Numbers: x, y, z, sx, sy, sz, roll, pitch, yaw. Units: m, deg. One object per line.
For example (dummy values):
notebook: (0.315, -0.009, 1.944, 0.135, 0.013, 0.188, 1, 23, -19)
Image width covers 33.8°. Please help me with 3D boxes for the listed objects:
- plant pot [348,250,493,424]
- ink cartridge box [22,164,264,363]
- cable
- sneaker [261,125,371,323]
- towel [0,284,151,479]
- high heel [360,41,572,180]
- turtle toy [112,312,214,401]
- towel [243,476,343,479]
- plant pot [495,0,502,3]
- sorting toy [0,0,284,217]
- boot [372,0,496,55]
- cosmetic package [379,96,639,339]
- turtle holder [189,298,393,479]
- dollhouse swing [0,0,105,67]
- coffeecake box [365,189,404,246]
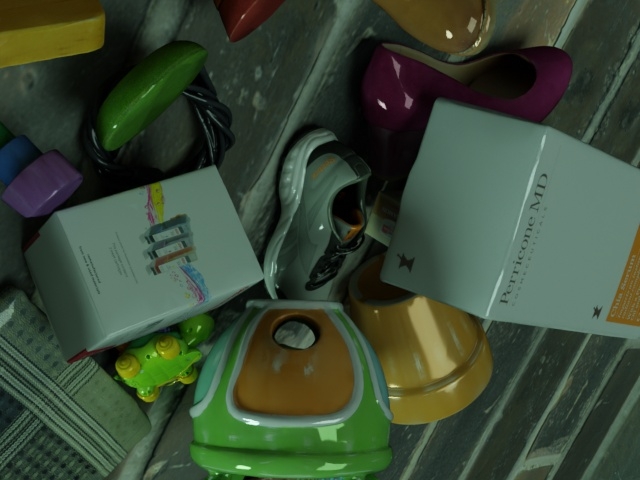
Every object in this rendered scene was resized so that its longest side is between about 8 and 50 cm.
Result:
plant pot: (0.125, 0.122, 1.495, 0.205, 0.205, 0.188, -38, 127, -25)
ink cartridge box: (-0.172, 0.023, 1.026, 0.176, 0.127, 0.128, -19, 173, -34)
cable: (-0.159, -0.101, 1.066, 0.150, 0.047, 0.184, -43, 145, -18)
sneaker: (0.000, 0.000, 1.296, 0.100, 0.108, 0.271, -27, 138, -39)
towel: (-0.355, 0.232, 1.110, 0.312, 0.056, 0.324, -47, 143, -16)
high heel: (0.206, -0.220, 1.352, 0.377, 0.127, 0.181, -33, 140, -33)
turtle toy: (-0.178, 0.124, 1.202, 0.130, 0.066, 0.095, -26, 147, -4)
towel: (-0.059, 0.500, 1.565, 0.271, 0.040, 0.370, -12, 111, -29)
plant pot: (0.107, -0.384, 1.018, 0.229, 0.263, 0.263, 35, 90, -38)
sorting toy: (-0.168, -0.182, 0.944, 0.365, 0.126, 0.127, -44, -178, -10)
boot: (-0.007, -0.239, 0.844, 0.220, 0.283, 0.109, -26, 167, -41)
cosmetic package: (0.292, -0.013, 1.356, 0.453, 0.161, 0.230, 10, 98, -51)
turtle holder: (-0.021, 0.188, 1.259, 0.320, 0.243, 0.227, 15, 74, -66)
dollhouse swing: (-0.183, -0.257, 0.675, 0.315, 0.305, 0.347, -20, 132, -41)
coffeecake box: (0.178, -0.016, 1.471, 0.185, 0.142, 0.068, -7, 122, -49)
